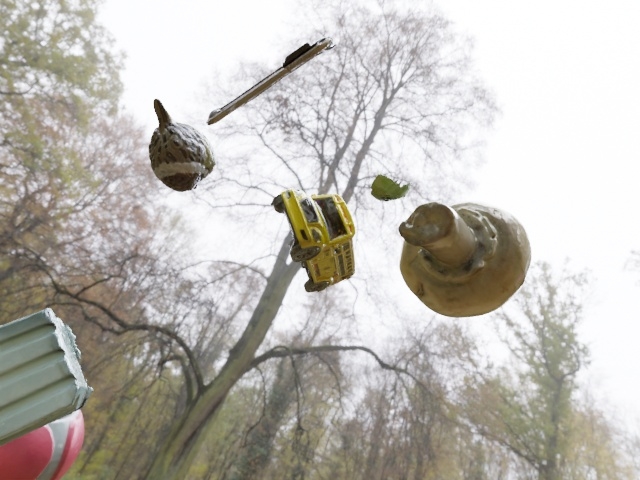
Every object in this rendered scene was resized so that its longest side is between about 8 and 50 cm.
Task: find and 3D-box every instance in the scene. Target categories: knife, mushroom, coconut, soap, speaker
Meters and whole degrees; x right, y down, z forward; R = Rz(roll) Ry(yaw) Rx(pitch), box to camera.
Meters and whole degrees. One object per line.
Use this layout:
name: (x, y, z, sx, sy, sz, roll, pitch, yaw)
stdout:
knife: (-0.126, -0.380, 1.099, 0.366, 0.089, 0.043, -30, -75, 9)
mushroom: (0.313, 0.025, 1.083, 0.315, 0.313, 0.336, -5, -19, 34)
coconut: (0.214, -0.155, 1.438, 0.133, 0.055, 0.158, 3, -15, 22)
soap: (-0.467, 0.211, 0.632, 0.150, 0.262, 0.094, 63, -26, 11)
speaker: (-0.736, 0.476, 1.111, 0.295, 0.294, 0.294, 16, -35, 11)

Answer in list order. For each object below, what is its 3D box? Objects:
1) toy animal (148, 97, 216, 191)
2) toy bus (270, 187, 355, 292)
toy animal: (-0.220, -0.136, 0.696, 0.098, 0.098, 0.137, -2, -41, 32)
toy bus: (0.000, 0.000, 1.050, 0.152, 0.144, 0.330, -20, -24, -3)
